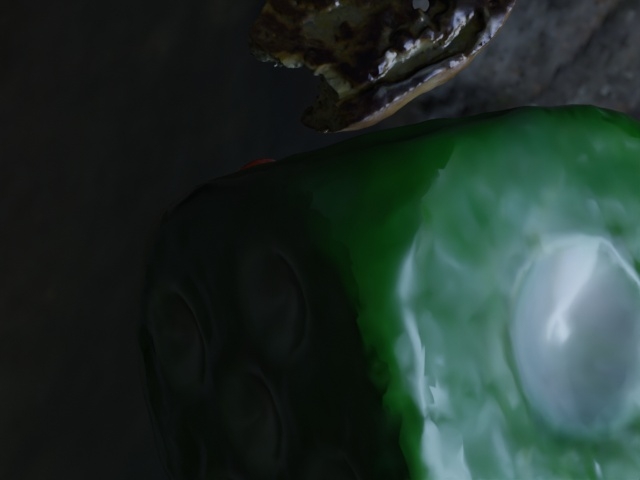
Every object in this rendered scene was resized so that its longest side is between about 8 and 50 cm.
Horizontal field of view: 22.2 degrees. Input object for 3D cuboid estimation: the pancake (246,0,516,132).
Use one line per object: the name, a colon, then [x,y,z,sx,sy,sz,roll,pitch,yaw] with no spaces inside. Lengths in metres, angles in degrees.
pancake: [0.065,-0.189,1.404,0.056,0.257,0.212,67,23,-65]

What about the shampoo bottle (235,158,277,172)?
shampoo bottle: [0.000,0.000,1.988,0.104,0.278,0.104,-24,131,-31]

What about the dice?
dice: [0.073,0.079,1.038,0.297,0.287,0.300,-12,175,-35]
